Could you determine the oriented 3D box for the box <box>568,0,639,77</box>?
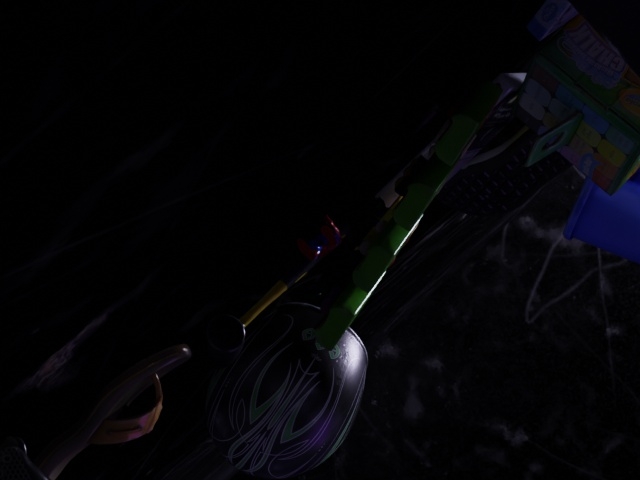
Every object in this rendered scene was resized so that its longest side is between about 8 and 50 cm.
[{"bbox_3d":[0.329,-0.144,0.967,0.179,0.312,0.343,-44,168,20],"label":"box"}]

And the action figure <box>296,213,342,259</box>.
[{"bbox_3d":[0.000,0.000,1.267,0.038,0.030,0.115,-37,176,2],"label":"action figure"}]

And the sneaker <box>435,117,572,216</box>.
[{"bbox_3d":[0.218,-0.104,1.574,0.235,0.084,0.097,-28,-143,44],"label":"sneaker"}]

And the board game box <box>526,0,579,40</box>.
[{"bbox_3d":[0.221,-0.215,1.197,0.090,0.020,0.090,-37,170,-35],"label":"board game box"}]

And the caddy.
[{"bbox_3d":[0.429,-0.096,2.036,0.241,0.179,0.341,-64,170,3],"label":"caddy"}]

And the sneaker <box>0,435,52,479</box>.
[{"bbox_3d":[-0.256,0.208,0.980,0.228,0.130,0.087,-2,154,-34],"label":"sneaker"}]

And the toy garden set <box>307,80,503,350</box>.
[{"bbox_3d":[0.075,-0.045,1.263,0.244,0.049,0.204,-58,176,26],"label":"toy garden set"}]

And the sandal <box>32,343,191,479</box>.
[{"bbox_3d":[-0.165,0.148,1.181,0.180,0.049,0.072,-43,173,12],"label":"sandal"}]

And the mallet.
[{"bbox_3d":[-0.042,0.049,1.323,0.190,0.039,0.062,-42,174,-32],"label":"mallet"}]

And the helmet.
[{"bbox_3d":[-0.039,0.162,1.491,0.161,0.169,0.169,-56,-178,-35],"label":"helmet"}]

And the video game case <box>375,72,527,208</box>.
[{"bbox_3d":[0.144,-0.103,1.451,0.173,0.022,0.190,-44,172,18],"label":"video game case"}]

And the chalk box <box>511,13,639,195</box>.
[{"bbox_3d":[0.272,-0.142,1.345,0.213,0.132,0.132,-46,169,-16],"label":"chalk box"}]
